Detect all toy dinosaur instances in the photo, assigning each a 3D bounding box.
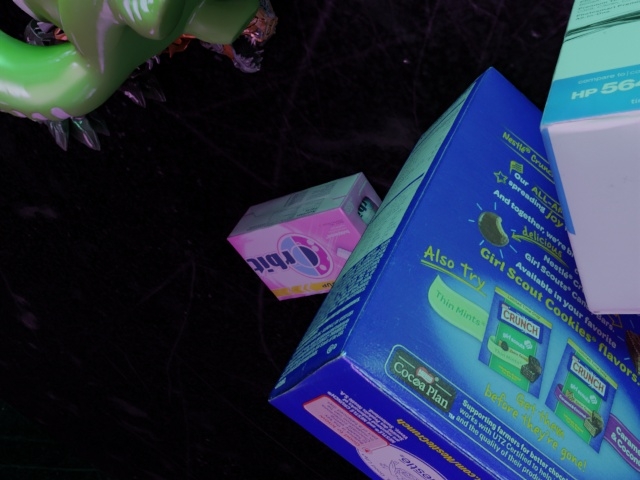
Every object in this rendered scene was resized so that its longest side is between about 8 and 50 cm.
[{"bbox_3d":[-0.199,-0.224,0.623,0.322,0.164,0.218,38,130,21],"label":"toy dinosaur"}]

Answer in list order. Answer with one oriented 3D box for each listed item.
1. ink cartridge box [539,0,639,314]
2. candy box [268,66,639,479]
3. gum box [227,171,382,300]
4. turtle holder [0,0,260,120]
[{"bbox_3d":[0.212,-0.075,0.434,0.086,0.203,0.148,-5,130,34],"label":"ink cartridge box"},{"bbox_3d":[0.153,0.061,0.528,0.268,0.317,0.122,39,142,-8],"label":"candy box"},{"bbox_3d":[0.000,0.000,0.763,0.189,0.062,0.107,-13,124,42],"label":"gum box"},{"bbox_3d":[-0.140,-0.238,0.441,0.228,0.243,0.320,36,130,-4],"label":"turtle holder"}]
